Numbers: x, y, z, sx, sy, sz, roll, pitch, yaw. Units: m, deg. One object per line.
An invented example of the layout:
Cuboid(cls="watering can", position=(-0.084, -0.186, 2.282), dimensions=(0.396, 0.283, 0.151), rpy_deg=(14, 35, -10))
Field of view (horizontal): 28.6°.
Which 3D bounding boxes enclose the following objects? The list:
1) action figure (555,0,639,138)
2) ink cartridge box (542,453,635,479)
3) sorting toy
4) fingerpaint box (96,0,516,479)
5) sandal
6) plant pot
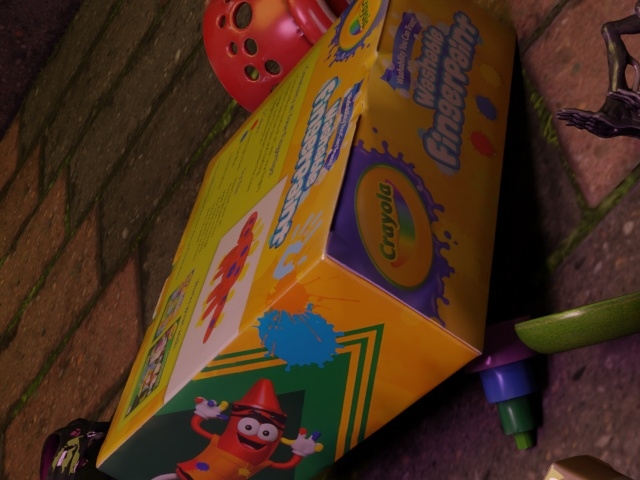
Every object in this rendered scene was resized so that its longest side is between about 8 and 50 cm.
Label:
Cuboid(cls="action figure", position=(0.267, -0.226, 0.998), dimensions=(0.164, 0.141, 0.276), rpy_deg=(161, 126, -70))
Cuboid(cls="ink cartridge box", position=(0.201, 0.255, 0.690), dimensions=(0.234, 0.088, 0.193), rpy_deg=(24, 93, 26))
Cuboid(cls="sorting toy", position=(0.232, 0.096, 0.900), dimensions=(0.365, 0.127, 0.126), rpy_deg=(-24, 79, 57))
Cuboid(cls="fingerpaint box", position=(0.000, 0.000, 1.193), dimensions=(0.371, 0.163, 0.445), rpy_deg=(-44, 21, 38))
Cuboid(cls="sandal", position=(-0.352, 0.351, 1.718), dimensions=(0.446, 0.107, 0.168), rpy_deg=(-51, 32, 29))
Cuboid(cls="plant pot", position=(-0.017, -0.254, 1.476), dimensions=(0.174, 0.191, 0.191), rpy_deg=(-27, 48, 48))
